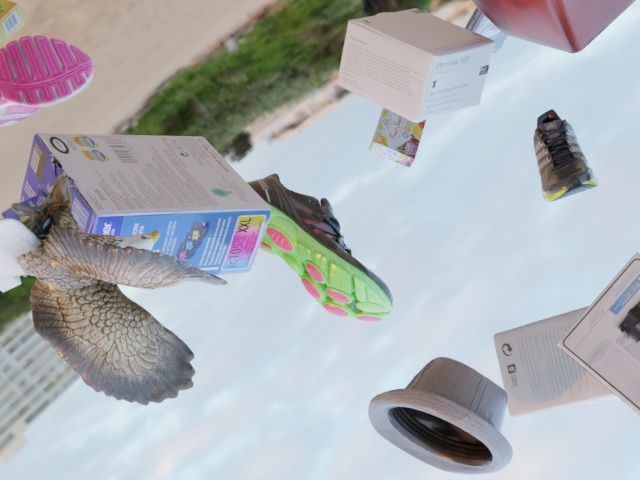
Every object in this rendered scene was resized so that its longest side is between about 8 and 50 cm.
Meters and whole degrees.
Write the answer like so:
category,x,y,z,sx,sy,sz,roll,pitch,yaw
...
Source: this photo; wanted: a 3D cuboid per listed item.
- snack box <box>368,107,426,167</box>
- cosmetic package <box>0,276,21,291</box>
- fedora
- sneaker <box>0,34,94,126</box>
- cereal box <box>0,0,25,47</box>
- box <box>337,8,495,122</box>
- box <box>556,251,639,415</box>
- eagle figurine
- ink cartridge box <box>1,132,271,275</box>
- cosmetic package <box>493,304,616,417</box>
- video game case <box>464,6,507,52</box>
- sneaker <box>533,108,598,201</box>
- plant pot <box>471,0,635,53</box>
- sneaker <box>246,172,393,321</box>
category,x,y,z,sx,sy,sz,roll,pitch,yaw
snack box,0.172,-0.238,2.287,0.037,0.100,0.141,116,-6,-52
cosmetic package,-0.599,0.032,1.930,0.041,0.115,0.060,-25,152,3
fedora,0.214,0.279,1.716,0.124,0.244,0.275,-61,178,-24
sneaker,-0.445,-0.226,1.505,0.252,0.102,0.111,-12,178,7
cereal box,-0.613,-0.336,1.635,0.240,0.047,0.173,21,-122,24
box,0.158,-0.294,1.717,0.181,0.182,0.119,-21,132,-44
box,0.475,0.170,1.350,0.169,0.290,0.087,-49,162,4
eagle figurine,-0.281,0.048,1.343,0.225,0.298,0.226,-43,152,-6
ink cartridge box,-0.327,-0.060,1.759,0.396,0.270,0.151,-2,124,-38
cosmetic package,0.550,0.184,1.785,0.230,0.161,0.453,2,162,-39
video game case,0.346,-0.445,2.012,0.196,0.026,0.274,-33,162,-38
sneaker,0.462,-0.166,2.022,0.111,0.121,0.300,-21,-160,9
plant pot,0.371,-0.455,1.640,0.267,0.235,0.267,-43,-142,-13
sneaker,0.000,0.000,2.468,0.202,0.483,0.185,-40,166,-36
